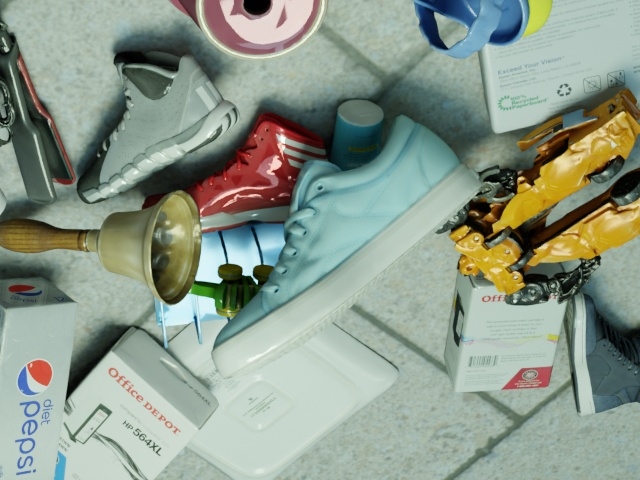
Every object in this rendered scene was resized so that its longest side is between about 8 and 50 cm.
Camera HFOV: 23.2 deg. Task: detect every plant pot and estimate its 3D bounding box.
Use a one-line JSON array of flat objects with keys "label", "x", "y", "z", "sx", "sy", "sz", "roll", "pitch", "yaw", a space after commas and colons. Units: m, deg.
[{"label": "plant pot", "x": -0.069, "y": -0.277, "z": 1.545, "sx": 0.201, "sy": 0.180, "sz": 0.201, "roll": -6, "pitch": 128, "yaw": -8}]

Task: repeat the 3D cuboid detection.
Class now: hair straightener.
[{"label": "hair straightener", "x": -0.323, "y": -0.130, "z": 1.662, "sx": 0.047, "sy": 0.089, "sz": 0.230, "roll": 11, "pitch": 133, "yaw": 23}]

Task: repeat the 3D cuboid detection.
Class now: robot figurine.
[{"label": "robot figurine", "x": 0.274, "y": -0.041, "z": 1.791, "sx": 0.291, "sy": 0.085, "sz": 0.211, "roll": -32, "pitch": 114, "yaw": 32}]

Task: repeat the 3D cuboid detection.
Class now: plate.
[{"label": "plate", "x": -0.082, "y": 0.197, "z": 1.992, "sx": 0.277, "sy": 0.045, "sz": 0.278, "roll": -40, "pitch": 124, "yaw": 19}]

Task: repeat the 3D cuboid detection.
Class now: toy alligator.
[{"label": "toy alligator", "x": -0.056, "y": 0.061, "z": 1.746, "sx": 0.190, "sy": 0.051, "sz": 0.056, "roll": 3, "pitch": 109, "yaw": -10}]

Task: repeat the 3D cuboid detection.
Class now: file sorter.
[{"label": "file sorter", "x": -0.109, "y": 0.053, "z": 1.820, "sx": 0.170, "sy": 0.104, "sz": 0.118, "roll": -7, "pitch": 111, "yaw": -7}]

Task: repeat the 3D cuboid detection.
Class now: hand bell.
[{"label": "hand bell", "x": -0.266, "y": -0.002, "z": 1.731, "sx": 0.242, "sy": 0.126, "sz": 0.126, "roll": 5, "pitch": 132, "yaw": 22}]

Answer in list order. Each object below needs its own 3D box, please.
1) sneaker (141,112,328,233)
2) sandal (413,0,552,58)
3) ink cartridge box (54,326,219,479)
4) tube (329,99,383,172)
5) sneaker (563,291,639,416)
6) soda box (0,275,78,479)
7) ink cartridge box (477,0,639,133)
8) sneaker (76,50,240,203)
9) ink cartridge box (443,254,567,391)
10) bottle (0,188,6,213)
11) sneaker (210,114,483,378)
[{"label": "sneaker", "x": -0.097, "y": -0.083, "z": 1.770, "sx": 0.221, "sy": 0.087, "sz": 0.128, "roll": -6, "pitch": 109, "yaw": -5}, {"label": "sandal", "x": 0.103, "y": -0.303, "z": 1.542, "sx": 0.317, "sy": 0.138, "sz": 0.126, "roll": 46, "pitch": 138, "yaw": -13}, {"label": "ink cartridge box", "x": -0.247, "y": 0.231, "z": 1.922, "sx": 0.148, "sy": 0.086, "sz": 0.203, "roll": 42, "pitch": 114, "yaw": -1}, {"label": "tube", "x": 0.036, "y": -0.066, "z": 1.815, "sx": 0.080, "sy": 0.052, "sz": 0.207, "roll": -4, "pitch": 131, "yaw": -12}, {"label": "sneaker", "x": 0.399, "y": 0.135, "z": 2.006, "sx": 0.164, "sy": 0.086, "sz": 0.226, "roll": -9, "pitch": 139, "yaw": 9}, {"label": "soda box", "x": -0.363, "y": 0.190, "z": 1.832, "sx": 0.098, "sy": 0.091, "sz": 0.286, "roll": -5, "pitch": 113, "yaw": -39}, {"label": "ink cartridge box", "x": 0.321, "y": -0.295, "z": 1.682, "sx": 0.324, "sy": 0.071, "sz": 0.330, "roll": -12, "pitch": 127, "yaw": 0}, {"label": "sneaker", "x": -0.202, "y": -0.137, "z": 1.703, "sx": 0.229, "sy": 0.086, "sz": 0.132, "roll": -27, "pitch": 100, "yaw": 30}, {"label": "ink cartridge box", "x": 0.234, "y": 0.102, "z": 1.965, "sx": 0.128, "sy": 0.072, "sz": 0.175, "roll": -2, "pitch": 127, "yaw": -10}, {"label": "bottle", "x": -0.427, "y": -0.129, "z": 1.639, "sx": 0.118, "sy": 0.092, "sz": 0.282, "roll": -19, "pitch": 129, "yaw": 9}, {"label": "sneaker", "x": 0.000, "y": 0.000, "z": 1.695, "sx": 0.366, "sy": 0.150, "sz": 0.135, "roll": -39, "pitch": 173, "yaw": -22}]
